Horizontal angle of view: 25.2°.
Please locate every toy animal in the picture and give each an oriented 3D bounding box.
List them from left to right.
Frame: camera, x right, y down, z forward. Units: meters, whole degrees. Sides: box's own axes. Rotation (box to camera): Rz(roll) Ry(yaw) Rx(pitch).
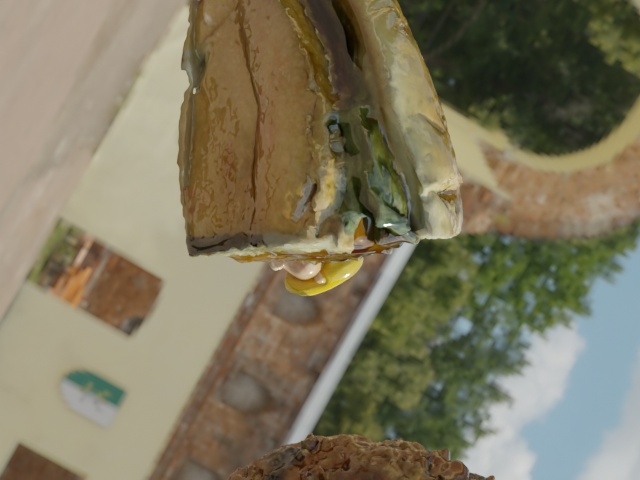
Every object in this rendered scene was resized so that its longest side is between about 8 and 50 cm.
[{"bbox_3d":[0.000,0.000,1.515,0.091,0.082,0.114,1,-133,50],"label":"toy animal"}]

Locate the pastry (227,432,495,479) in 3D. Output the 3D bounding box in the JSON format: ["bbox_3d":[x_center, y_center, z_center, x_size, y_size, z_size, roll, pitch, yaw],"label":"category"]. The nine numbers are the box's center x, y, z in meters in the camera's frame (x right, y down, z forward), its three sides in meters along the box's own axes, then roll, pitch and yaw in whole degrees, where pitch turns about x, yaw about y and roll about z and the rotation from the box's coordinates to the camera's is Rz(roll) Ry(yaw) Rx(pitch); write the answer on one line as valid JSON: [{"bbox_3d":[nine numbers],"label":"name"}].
[{"bbox_3d":[0.017,0.397,1.623,0.405,0.337,0.292,-60,149,-11],"label":"pastry"}]

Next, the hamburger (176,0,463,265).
[{"bbox_3d":[0.008,-0.090,0.800,0.155,0.135,0.208,-11,-100,45],"label":"hamburger"}]
